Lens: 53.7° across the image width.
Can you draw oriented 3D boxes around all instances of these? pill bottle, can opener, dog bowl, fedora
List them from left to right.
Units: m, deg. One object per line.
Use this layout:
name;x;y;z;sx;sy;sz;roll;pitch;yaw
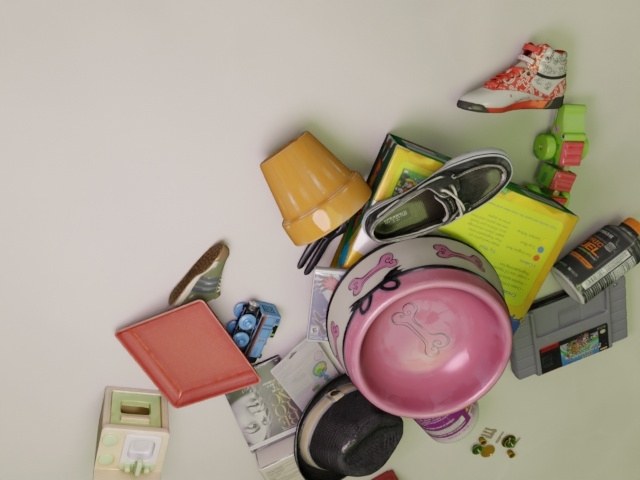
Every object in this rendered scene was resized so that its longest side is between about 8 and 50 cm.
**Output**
can opener;0.000;0.000;1.486;0.073;0.059;0.186;9;125;-47
fedora;0.097;0.499;1.615;0.334;0.152;0.334;-10;106;-39
dog bowl;0.222;0.202;1.349;0.408;0.150;0.408;-3;114;-6
pill bottle;0.281;0.391;1.674;0.169;0.169;0.301;-39;118;5
pill bottle;0.746;0.046;1.665;0.246;0.130;0.130;-39;118;3

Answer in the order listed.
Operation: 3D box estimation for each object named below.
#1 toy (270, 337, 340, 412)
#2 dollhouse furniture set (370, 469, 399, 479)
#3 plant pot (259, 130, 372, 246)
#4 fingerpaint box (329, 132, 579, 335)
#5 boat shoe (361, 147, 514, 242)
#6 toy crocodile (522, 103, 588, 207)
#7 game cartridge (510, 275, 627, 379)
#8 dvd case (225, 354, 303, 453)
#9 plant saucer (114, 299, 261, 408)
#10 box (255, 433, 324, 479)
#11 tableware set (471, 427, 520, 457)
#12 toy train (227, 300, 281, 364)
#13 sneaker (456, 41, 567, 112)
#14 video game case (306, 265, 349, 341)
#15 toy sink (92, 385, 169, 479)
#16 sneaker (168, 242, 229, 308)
toy;-0.035;0.348;1.627;0.137;0.056;0.237;-42;125;-15
dollhouse furniture set;0.119;0.871;1.858;0.374;0.152;0.201;-31;118;0
plant pot;-0.026;-0.122;1.353;0.205;0.205;0.188;-36;103;3
fingerpaint box;0.291;0.010;1.466;0.445;0.163;0.371;19;108;-9
boat shoe;0.246;-0.074;1.283;0.335;0.119;0.121;-29;108;7
toy crocodile;0.577;-0.162;1.537;0.115;0.105;0.340;3;113;-17
game cartridge;0.699;0.245;1.786;0.355;0.068;0.230;-20;113;-6
dvd case;-0.143;0.423;1.629;0.165;0.018;0.221;-23;104;-5
plant saucer;-0.303;0.260;1.474;0.259;0.047;0.258;-22;114;21
box;-0.056;0.655;1.730;0.148;0.121;0.311;-24;118;-4
tableware set;0.540;0.633;1.937;0.154;0.024;0.104;22;107;-23
toy train;-0.171;0.230;1.531;0.105;0.080;0.184;15;109;-27
sneaker;0.431;-0.367;1.415;0.270;0.090;0.145;-7;114;-16
video game case;0.077;0.150;1.411;0.201;0.023;0.183;5;113;-3
toy sink;-0.439;0.460;1.474;0.153;0.234;0.131;10;111;-18
sneaker;-0.258;0.094;1.456;0.192;0.064;0.086;-47;124;9
